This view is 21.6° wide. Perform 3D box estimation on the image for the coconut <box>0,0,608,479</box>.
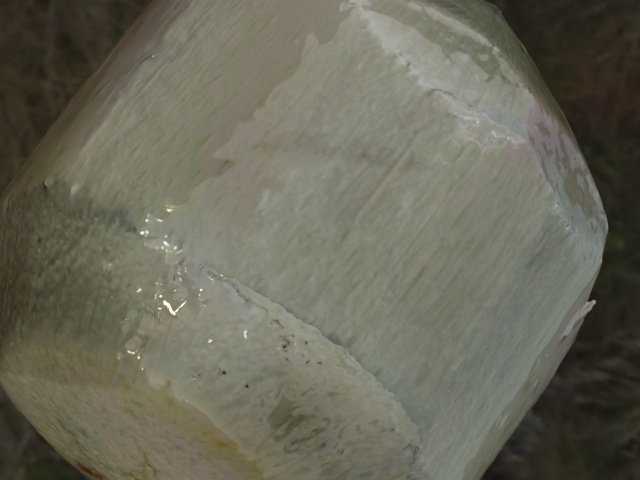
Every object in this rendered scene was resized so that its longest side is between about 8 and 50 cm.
[{"bbox_3d":[0.000,0.000,0.632,0.234,0.224,0.224,-53,134,-33],"label":"coconut"}]
